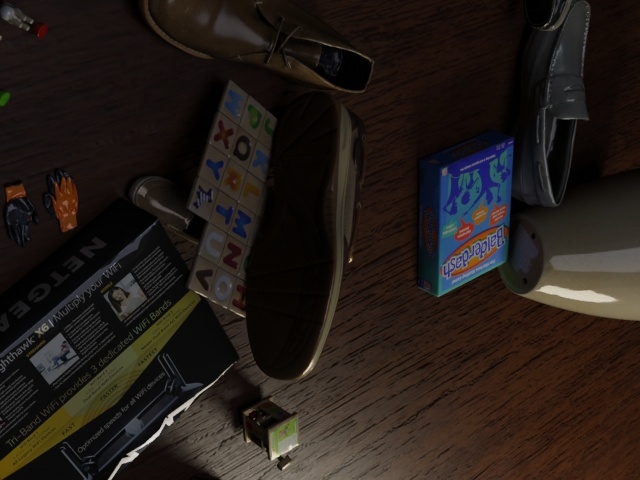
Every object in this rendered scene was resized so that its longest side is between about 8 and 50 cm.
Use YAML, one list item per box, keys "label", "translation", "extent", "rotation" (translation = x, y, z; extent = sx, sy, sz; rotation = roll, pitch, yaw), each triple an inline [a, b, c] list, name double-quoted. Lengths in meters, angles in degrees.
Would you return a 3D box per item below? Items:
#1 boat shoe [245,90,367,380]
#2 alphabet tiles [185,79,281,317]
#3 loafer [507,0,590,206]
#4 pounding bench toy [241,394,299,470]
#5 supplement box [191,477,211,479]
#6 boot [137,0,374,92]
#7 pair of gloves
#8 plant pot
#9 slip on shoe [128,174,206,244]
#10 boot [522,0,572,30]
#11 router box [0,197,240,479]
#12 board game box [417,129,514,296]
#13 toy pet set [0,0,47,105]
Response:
- label: "boat shoe"
  translation: [0.000, 0.000, 1.280]
  extent: [0.123, 0.123, 0.342]
  rotation: [18, 75, -55]
- label: "alphabet tiles"
  translation: [-0.088, -0.038, 1.249]
  extent: [0.198, 0.009, 0.237]
  rotation: [35, 66, -54]
- label: "loafer"
  translation: [0.354, -0.206, 1.585]
  extent: [0.112, 0.111, 0.319]
  rotation: [-9, 115, -42]
- label: "pounding bench toy"
  translation: [-0.069, 0.263, 1.435]
  extent: [0.052, 0.065, 0.083]
  rotation: [-24, 124, -36]
- label: "supplement box"
  translation: [-0.159, 0.449, 1.391]
  extent: [0.073, 0.130, 0.239]
  rotation: [24, 92, -48]
- label: "boot"
  translation: [-0.059, -0.233, 1.174]
  extent: [0.305, 0.115, 0.112]
  rotation: [13, 102, -45]
- label: "pair of gloves"
  translation: [-0.292, -0.034, 1.118]
  extent: [0.083, 0.010, 0.074]
  rotation: [-22, 123, -35]
- label: "plant pot"
  translation: [0.426, 0.012, 1.693]
  extent: [0.274, 0.256, 0.256]
  rotation: [-3, 112, -25]
- label: "slip on shoe"
  translation: [-0.162, -0.031, 1.222]
  extent: [0.051, 0.041, 0.135]
  rotation: [-56, 137, -8]
- label: "boot"
  translation: [0.262, -0.399, 1.426]
  extent: [0.178, 0.085, 0.236]
  rotation: [-12, 110, -38]
- label: "router box"
  translation: [-0.261, 0.143, 1.180]
  extent: [0.309, 0.081, 0.243]
  rotation: [-42, 133, -21]
- label: "board game box"
  translation: [0.215, -0.040, 1.578]
  extent: [0.160, 0.047, 0.210]
  rotation: [-24, 125, -34]
- label: "toy pet set"
  translation: [-0.330, -0.176, 0.995]
  extent: [0.122, 0.065, 0.114]
  rotation: [-60, 172, 0]
